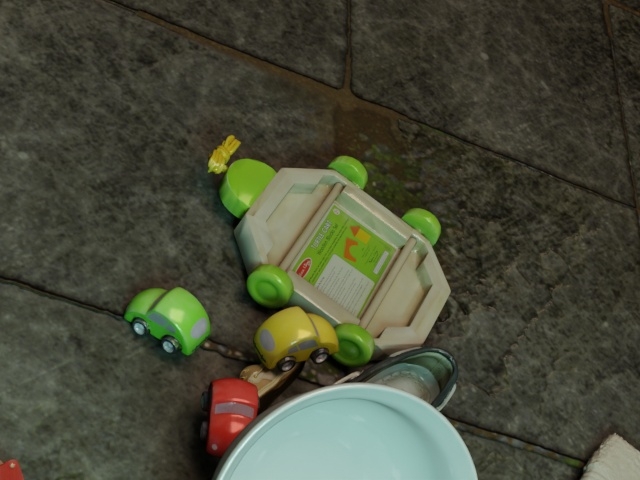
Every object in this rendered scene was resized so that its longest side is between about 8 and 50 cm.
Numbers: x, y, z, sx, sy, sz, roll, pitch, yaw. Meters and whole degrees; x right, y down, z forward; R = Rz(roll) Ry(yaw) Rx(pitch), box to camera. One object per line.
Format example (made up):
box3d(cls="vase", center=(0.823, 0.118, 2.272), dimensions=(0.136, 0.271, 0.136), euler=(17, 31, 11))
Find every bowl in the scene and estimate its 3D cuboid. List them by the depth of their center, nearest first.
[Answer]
box3d(cls="bowl", center=(0.003, 0.272, 1.447), dimensions=(0.298, 0.298, 0.134), euler=(14, 4, -24))

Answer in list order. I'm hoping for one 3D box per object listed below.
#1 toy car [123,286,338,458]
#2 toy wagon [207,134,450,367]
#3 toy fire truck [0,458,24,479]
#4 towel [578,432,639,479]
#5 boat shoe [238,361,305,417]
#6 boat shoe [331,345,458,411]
box3d(cls="toy car", center=(-0.116, 0.110, 1.567), dimensions=(0.225, 0.053, 0.239), euler=(29, 43, 15))
box3d(cls="toy wagon", center=(0.000, 0.000, 1.769), dimensions=(0.344, 0.068, 0.267), euler=(36, 43, -1))
box3d(cls="toy fire truck", center=(-0.380, 0.197, 1.363), dimensions=(0.135, 0.047, 0.192), euler=(-18, 65, -42))
box3d(cls="towel", center=(0.420, 0.380, 1.741), dimensions=(0.282, 0.049, 0.187), euler=(43, 42, 7))
box3d(cls="boat shoe", center=(-0.070, 0.162, 1.603), dimensions=(0.045, 0.050, 0.135), euler=(35, 40, 15))
box3d(cls="boat shoe", center=(0.044, 0.201, 1.608), dimensions=(0.114, 0.091, 0.302), euler=(46, 43, 9))
